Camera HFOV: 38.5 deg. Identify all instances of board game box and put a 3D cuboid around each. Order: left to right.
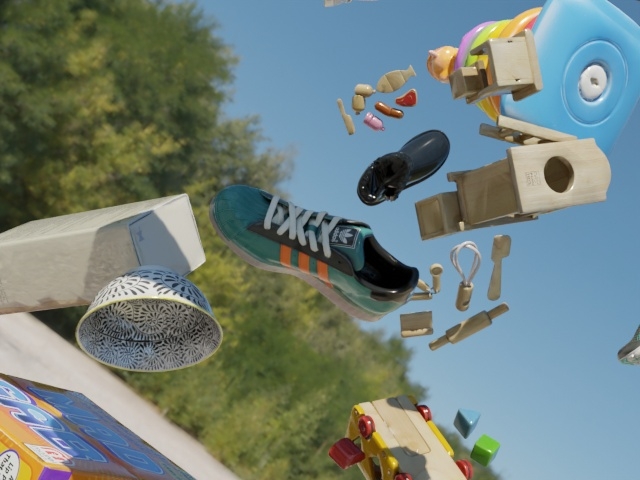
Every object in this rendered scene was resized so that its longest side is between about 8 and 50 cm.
[{"bbox_3d":[-0.457,0.429,1.359,0.356,0.357,0.356,25,-4,36],"label":"board game box"}]

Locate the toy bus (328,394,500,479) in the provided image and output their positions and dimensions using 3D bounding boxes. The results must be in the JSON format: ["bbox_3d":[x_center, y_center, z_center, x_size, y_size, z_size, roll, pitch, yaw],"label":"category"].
[{"bbox_3d":[0.111,0.291,1.157,0.190,0.202,0.104,20,-57,12],"label":"toy bus"}]

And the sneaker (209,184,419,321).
[{"bbox_3d":[0.000,0.000,1.239,0.302,0.108,0.121,29,-36,-16],"label":"sneaker"}]

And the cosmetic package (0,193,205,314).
[{"bbox_3d":[-0.347,0.023,1.356,0.309,0.160,0.113,-7,-75,27],"label":"cosmetic package"}]

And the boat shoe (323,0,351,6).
[{"bbox_3d":[0.035,-0.437,1.579,0.063,0.066,0.184,-2,14,2],"label":"boat shoe"}]

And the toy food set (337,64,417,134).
[{"bbox_3d":[0.090,-0.200,1.341,0.019,0.122,0.078,-51,122,-72],"label":"toy food set"}]

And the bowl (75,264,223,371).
[{"bbox_3d":[-0.201,0.082,1.088,0.170,0.170,0.080,51,26,-50],"label":"bowl"}]

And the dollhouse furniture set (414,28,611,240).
[{"bbox_3d":[0.169,-0.096,0.880,0.182,0.101,0.161,162,-81,-67],"label":"dollhouse furniture set"}]

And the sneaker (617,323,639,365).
[{"bbox_3d":[0.452,0.106,1.211,0.065,0.076,0.166,9,-40,-31],"label":"sneaker"}]

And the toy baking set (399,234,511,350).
[{"bbox_3d":[0.240,0.096,1.609,0.197,0.256,0.030,54,16,-33],"label":"toy baking set"}]

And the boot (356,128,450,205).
[{"bbox_3d":[0.182,-0.156,1.943,0.094,0.246,0.207,56,-1,0],"label":"boot"}]

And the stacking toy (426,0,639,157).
[{"bbox_3d":[0.224,-0.203,1.099,0.175,0.166,0.302,25,1,-30],"label":"stacking toy"}]
